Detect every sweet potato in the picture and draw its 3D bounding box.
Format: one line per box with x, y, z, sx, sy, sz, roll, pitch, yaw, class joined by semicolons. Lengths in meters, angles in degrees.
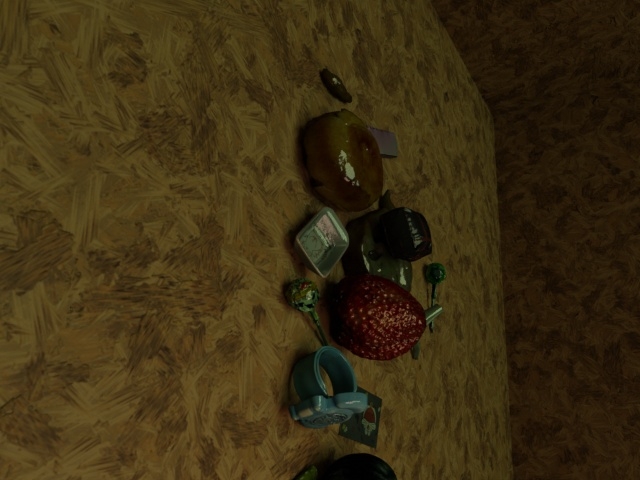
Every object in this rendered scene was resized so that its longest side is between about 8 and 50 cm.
0.281;-0.081;1.771;0.059;0.069;0.249;-11;93;-16;sweet potato
0.067;-0.542;1.586;0.182;0.054;0.053;34;65;-49;sweet potato

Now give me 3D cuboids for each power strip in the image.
0.246;-0.400;1.819;0.279;0.037;0.109;-10;91;-55;power strip

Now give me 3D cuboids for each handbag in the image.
0.300;-0.013;1.534;0.215;0.155;0.169;10;57;-61;handbag

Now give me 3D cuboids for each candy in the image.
0.521;0.263;2.038;0.097;0.097;0.323;14;80;-53;candy
-0.020;0.236;1.283;0.091;0.083;0.305;-29;121;-15;candy

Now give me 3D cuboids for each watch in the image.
0.010;0.388;1.200;0.211;0.211;0.193;42;30;-42;watch

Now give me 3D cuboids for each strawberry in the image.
0.177;0.228;1.361;0.250;0.288;0.238;74;20;-46;strawberry

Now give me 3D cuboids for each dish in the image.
0.000;0.000;1.340;0.154;0.064;0.234;56;42;-15;dish

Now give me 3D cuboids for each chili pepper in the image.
-0.069;0.655;1.121;0.052;0.050;0.202;41;40;8;chili pepper

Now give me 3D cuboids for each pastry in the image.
0.082;-0.261;1.455;0.356;0.164;0.356;28;54;-48;pastry

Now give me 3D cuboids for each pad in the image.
0.138;0.582;1.466;0.245;0.006;0.170;42;50;-42;pad

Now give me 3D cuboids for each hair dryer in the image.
0.419;0.356;1.793;0.219;0.088;0.225;-43;128;-9;hair dryer

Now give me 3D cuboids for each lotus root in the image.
0.219;0.054;1.624;0.390;0.111;0.375;32;53;-45;lotus root

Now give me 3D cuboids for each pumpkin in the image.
0.089;0.731;1.170;0.315;0.238;0.315;-7;90;-73;pumpkin
